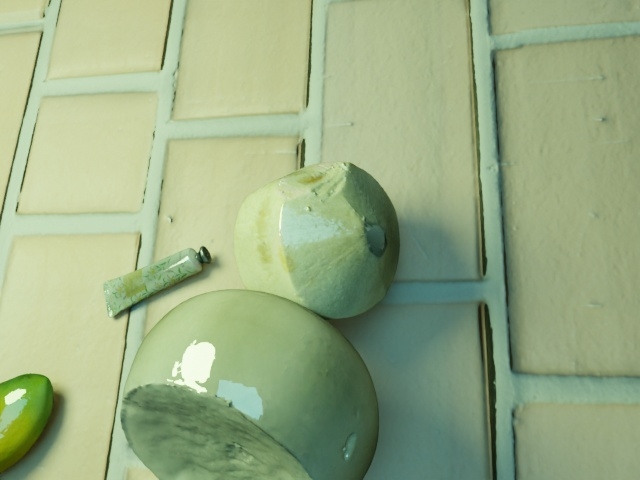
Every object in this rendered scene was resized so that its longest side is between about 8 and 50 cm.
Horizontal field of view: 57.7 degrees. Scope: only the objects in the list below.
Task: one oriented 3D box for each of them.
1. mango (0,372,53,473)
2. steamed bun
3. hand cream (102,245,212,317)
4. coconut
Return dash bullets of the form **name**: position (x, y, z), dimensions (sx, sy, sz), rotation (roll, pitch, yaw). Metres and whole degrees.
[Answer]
- **mango**: position (-0.518, 0.299, 0.895), dimensions (0.238, 0.091, 0.137), rotation (-21, 75, 4)
- **steamed bun**: position (-0.080, 0.201, 0.729), dimensions (0.325, 0.324, 0.206), rotation (17, 39, 16)
- **hand cream**: position (-0.270, 0.060, 0.948), dimensions (0.195, 0.042, 0.067), rotation (-24, 70, 8)
- **coconut**: position (0.003, -0.001, 0.805), dimensions (0.242, 0.241, 0.241), rotation (-3, 72, 11)
